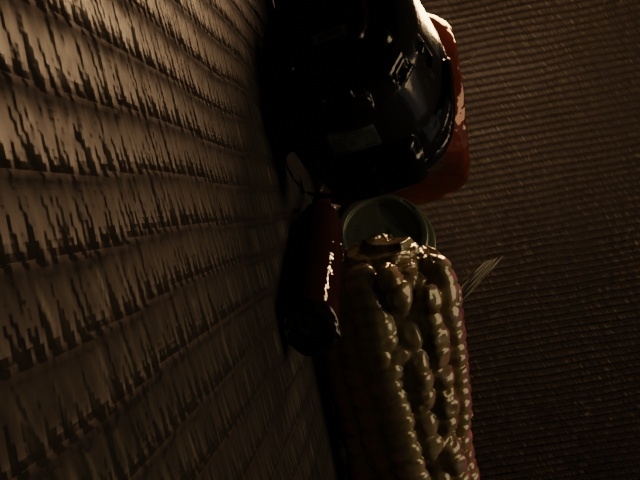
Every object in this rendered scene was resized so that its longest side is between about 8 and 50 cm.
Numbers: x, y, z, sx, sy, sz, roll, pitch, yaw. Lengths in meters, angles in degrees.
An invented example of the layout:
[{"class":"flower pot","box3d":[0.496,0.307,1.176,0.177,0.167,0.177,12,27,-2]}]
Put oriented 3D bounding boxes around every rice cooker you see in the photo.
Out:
[{"class":"rice cooker","box3d":[0.028,-0.124,0.745,0.118,0.142,0.203,55,22,-50]}]

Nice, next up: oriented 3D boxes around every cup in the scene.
[{"class":"cup","box3d":[0.062,0.021,1.089,0.141,0.120,0.120,96,-13,-67]}]

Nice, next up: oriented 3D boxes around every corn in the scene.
[{"class":"corn","box3d":[0.067,0.161,0.800,0.126,0.127,0.335,-80,163,-78]}]

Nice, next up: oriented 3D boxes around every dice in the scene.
[{"class":"dice","box3d":[0.067,-0.142,1.080,0.174,0.179,0.174,70,16,-71]}]

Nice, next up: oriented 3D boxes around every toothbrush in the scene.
[{"class":"toothbrush","box3d":[-0.001,0.000,0.743,0.364,0.041,0.040,-85,165,-73]}]

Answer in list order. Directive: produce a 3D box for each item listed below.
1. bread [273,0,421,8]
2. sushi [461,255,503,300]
[{"class":"bread","box3d":[0.024,-0.229,0.926,0.229,0.140,0.143,-105,-178,-47]},{"class":"sushi","box3d":[0.089,0.084,1.008,0.047,0.219,0.231,42,1,5]}]
